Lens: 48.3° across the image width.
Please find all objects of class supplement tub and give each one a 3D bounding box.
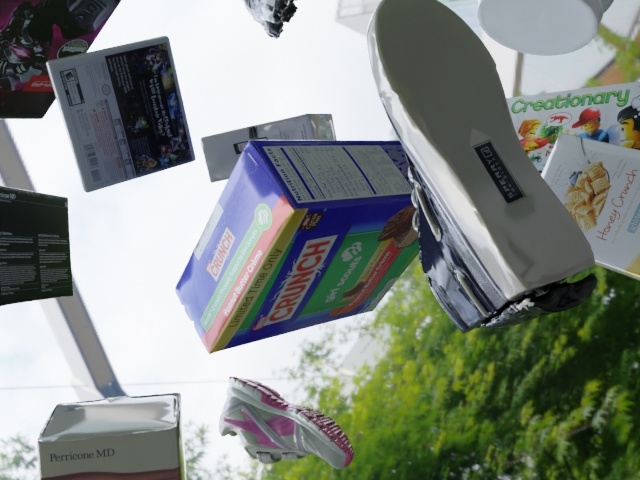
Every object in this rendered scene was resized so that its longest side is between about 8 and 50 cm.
[{"bbox_3d":[0.411,-0.521,1.243,0.241,0.241,0.332,31,-109,-43],"label":"supplement tub"}]

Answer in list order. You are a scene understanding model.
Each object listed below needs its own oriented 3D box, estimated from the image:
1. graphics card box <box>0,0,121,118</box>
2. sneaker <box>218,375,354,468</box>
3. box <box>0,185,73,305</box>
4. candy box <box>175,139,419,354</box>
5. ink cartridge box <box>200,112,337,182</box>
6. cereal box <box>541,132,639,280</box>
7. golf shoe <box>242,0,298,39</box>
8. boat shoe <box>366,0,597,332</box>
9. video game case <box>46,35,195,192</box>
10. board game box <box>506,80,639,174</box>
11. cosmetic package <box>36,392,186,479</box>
[{"bbox_3d":[-0.486,-0.341,1.148,0.232,0.371,0.094,-13,-114,-55],"label":"graphics card box"},{"bbox_3d":[-0.062,0.320,1.176,0.103,0.252,0.111,33,-100,-61],"label":"sneaker"},{"bbox_3d":[-0.513,0.011,1.182,0.261,0.103,0.185,16,-108,-85],"label":"box"},{"bbox_3d":[0.000,0.000,0.961,0.317,0.122,0.268,-7,-38,-42],"label":"candy box"},{"bbox_3d":[-0.086,-0.165,1.263,0.148,0.203,0.086,-31,-70,-69],"label":"ink cartridge box"},{"bbox_3d":[0.421,-0.050,1.037,0.047,0.240,0.173,22,-88,-42],"label":"cereal box"},{"bbox_3d":[-0.076,-0.347,0.991,0.094,0.198,0.077,39,-101,-6],"label":"golf shoe"},{"bbox_3d":[0.121,-0.065,0.706,0.127,0.158,0.341,-16,-107,-22],"label":"boat shoe"},{"bbox_3d":[-0.281,-0.182,1.029,0.173,0.022,0.191,-20,-62,-23],"label":"video game case"},{"bbox_3d":[0.424,-0.163,1.234,0.053,0.305,0.193,26,-106,-42],"label":"board game box"},{"bbox_3d":[-0.226,0.340,0.814,0.153,0.129,0.297,-5,-84,-9],"label":"cosmetic package"}]
